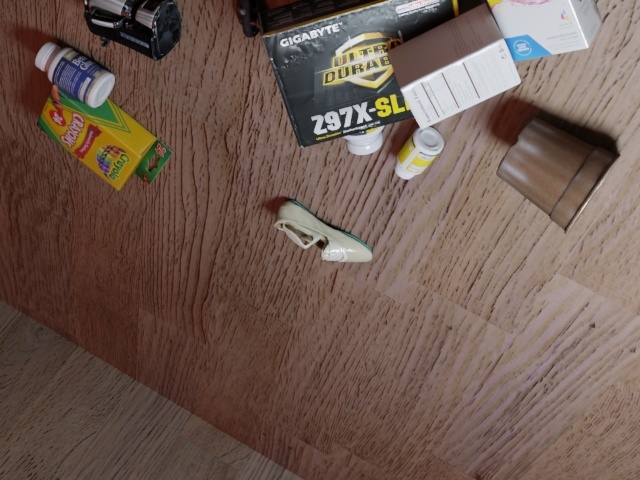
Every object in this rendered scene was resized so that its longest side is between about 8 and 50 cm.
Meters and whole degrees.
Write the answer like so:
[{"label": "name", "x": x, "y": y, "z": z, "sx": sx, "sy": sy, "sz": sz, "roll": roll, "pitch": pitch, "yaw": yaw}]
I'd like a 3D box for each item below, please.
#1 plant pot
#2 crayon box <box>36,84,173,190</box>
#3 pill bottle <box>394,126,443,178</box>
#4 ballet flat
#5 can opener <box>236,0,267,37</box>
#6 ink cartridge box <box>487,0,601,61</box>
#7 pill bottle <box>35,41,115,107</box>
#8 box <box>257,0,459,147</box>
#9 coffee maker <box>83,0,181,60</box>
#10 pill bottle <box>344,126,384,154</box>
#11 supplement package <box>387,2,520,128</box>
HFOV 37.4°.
[{"label": "plant pot", "x": 0.412, "y": -0.124, "z": 1.667, "sx": 0.165, "sy": 0.167, "sz": 0.167, "roll": 34, "pitch": 146, "yaw": 14}, {"label": "crayon box", "x": -0.538, "y": -0.255, "z": 2.343, "sx": 0.318, "sy": 0.081, "sz": 0.202, "roll": 39, "pitch": 145, "yaw": -7}, {"label": "pill bottle", "x": 0.190, "y": -0.169, "z": 1.863, "sx": 0.065, "sy": 0.065, "sz": 0.116, "roll": 36, "pitch": 145, "yaw": -2}, {"label": "ballet flat", "x": 0.000, "y": 0.000, "z": 2.209, "sx": 0.248, "sy": 0.086, "sz": 0.086, "roll": 31, "pitch": 145, "yaw": 4}, {"label": "can opener", "x": -0.135, "y": -0.465, "z": 1.779, "sx": 0.073, "sy": 0.059, "sz": 0.186, "roll": 23, "pitch": 144, "yaw": 16}, {"label": "ink cartridge box", "x": 0.327, "y": -0.401, "z": 1.460, "sx": 0.134, "sy": 0.078, "sz": 0.231, "roll": -4, "pitch": 130, "yaw": 42}, {"label": "pill bottle", "x": -0.573, "y": -0.390, "z": 2.197, "sx": 0.169, "sy": 0.094, "sz": 0.094, "roll": 32, "pitch": 145, "yaw": 3}, {"label": "box", "x": 0.081, "y": -0.311, "z": 1.613, "sx": 0.322, "sy": 0.079, "sz": 0.257, "roll": -15, "pitch": 139, "yaw": 4}, {"label": "coffee maker", "x": -0.385, "y": -0.454, "z": 1.969, "sx": 0.178, "sy": 0.120, "sz": 0.171, "roll": 26, "pitch": 168, "yaw": 14}, {"label": "pill bottle", "x": 0.071, "y": -0.258, "z": 1.820, "sx": 0.103, "sy": 0.103, "sz": 0.184, "roll": 14, "pitch": 140, "yaw": 27}, {"label": "supplement package", "x": 0.216, "y": -0.282, "z": 1.539, "sx": 0.179, "sy": 0.105, "sz": 0.105, "roll": -24, "pitch": 138, "yaw": 13}]
